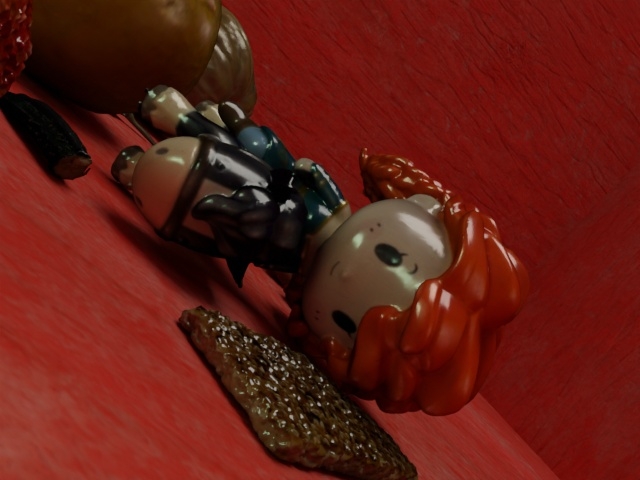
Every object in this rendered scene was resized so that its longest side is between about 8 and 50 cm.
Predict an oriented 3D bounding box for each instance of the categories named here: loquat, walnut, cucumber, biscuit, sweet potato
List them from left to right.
[{"bbox_3d":[-0.218,-0.090,0.538,0.135,0.034,0.033,45,7,32],"label":"cucumber"},{"bbox_3d":[-0.252,-0.278,0.784,0.276,0.276,0.283,45,-22,27],"label":"loquat"},{"bbox_3d":[-0.262,-0.332,1.329,0.285,0.285,0.296,44,24,10],"label":"walnut"},{"bbox_3d":[-0.041,0.056,0.980,0.095,0.034,0.034,51,-2,-32],"label":"sweet potato"},{"bbox_3d":[-0.003,0.124,0.513,0.131,0.026,0.237,48,5,36],"label":"biscuit"}]

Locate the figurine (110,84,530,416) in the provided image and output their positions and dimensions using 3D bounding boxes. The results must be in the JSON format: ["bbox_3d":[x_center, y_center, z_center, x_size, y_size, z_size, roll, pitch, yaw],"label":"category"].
[{"bbox_3d":[-0.008,-0.005,0.664,0.412,0.241,0.306,33,-4,-15],"label":"figurine"}]

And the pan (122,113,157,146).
[{"bbox_3d":[-0.330,-0.238,1.068,0.128,0.048,0.202,44,2,35],"label":"pan"}]

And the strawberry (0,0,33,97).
[{"bbox_3d":[-0.265,-0.182,0.477,0.236,0.107,0.175,46,3,31],"label":"strawberry"}]
